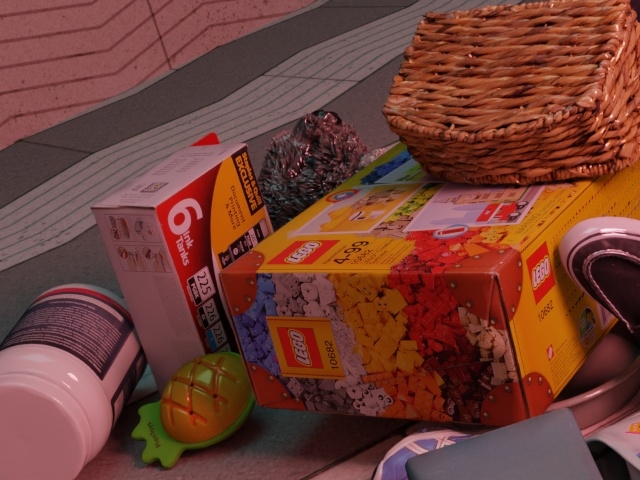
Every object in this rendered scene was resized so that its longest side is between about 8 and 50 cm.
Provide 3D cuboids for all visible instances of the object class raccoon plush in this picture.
[{"bbox_3d":[0.000,0.000,2.095,0.446,0.216,0.299,-46,37,5],"label":"raccoon plush"}]

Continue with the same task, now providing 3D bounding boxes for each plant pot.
[{"bbox_3d":[0.194,0.301,1.159,0.165,0.166,0.234,-17,30,-1],"label":"plant pot"}]

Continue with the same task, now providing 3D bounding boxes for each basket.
[{"bbox_3d":[0.257,-0.143,1.589,0.299,0.223,0.214,1,57,36],"label":"basket"}]

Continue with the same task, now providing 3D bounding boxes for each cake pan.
[{"bbox_3d":[0.266,0.151,1.596,0.293,0.054,0.293,-15,22,6],"label":"cake pan"}]

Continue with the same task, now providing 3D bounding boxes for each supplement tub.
[{"bbox_3d":[-0.354,0.194,1.768,0.191,0.191,0.272,-11,22,15],"label":"supplement tub"}]

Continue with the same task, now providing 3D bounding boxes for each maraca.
[{"bbox_3d":[-0.162,0.218,1.699,0.185,0.099,0.127,-35,47,2],"label":"maraca"}]

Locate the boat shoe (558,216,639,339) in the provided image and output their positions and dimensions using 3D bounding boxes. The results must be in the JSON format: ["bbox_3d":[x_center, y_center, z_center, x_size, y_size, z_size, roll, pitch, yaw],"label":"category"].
[{"bbox_3d":[0.387,0.083,1.413,0.108,0.301,0.102,-47,19,27],"label":"boat shoe"}]

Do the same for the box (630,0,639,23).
[{"bbox_3d":[0.521,-0.349,2.395,0.153,0.207,0.108,-14,22,7],"label":"box"}]

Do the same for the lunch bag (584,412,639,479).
[{"bbox_3d":[0.389,0.222,1.203,0.223,0.160,0.262,-24,28,-13],"label":"lunch bag"}]

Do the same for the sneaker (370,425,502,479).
[{"bbox_3d":[0.155,0.245,1.418,0.211,0.080,0.081,-19,19,0],"label":"sneaker"}]

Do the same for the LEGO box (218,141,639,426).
[{"bbox_3d":[0.181,0.018,1.631,0.372,0.193,0.500,-1,23,35],"label":"LEGO box"}]

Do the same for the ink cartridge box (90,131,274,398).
[{"bbox_3d":[-0.144,0.030,1.844,0.130,0.310,0.272,1,29,38],"label":"ink cartridge box"}]
